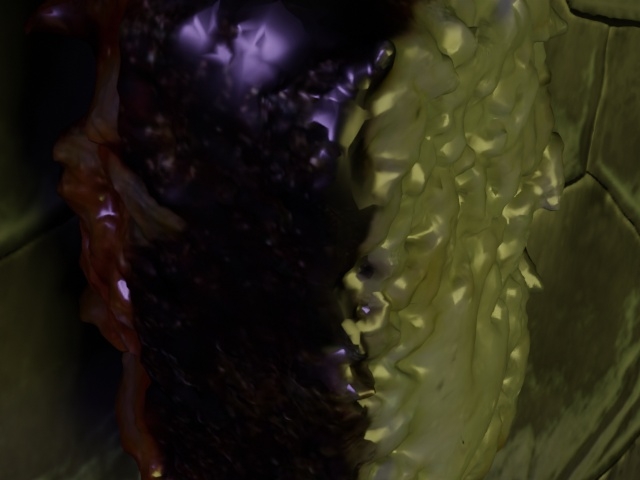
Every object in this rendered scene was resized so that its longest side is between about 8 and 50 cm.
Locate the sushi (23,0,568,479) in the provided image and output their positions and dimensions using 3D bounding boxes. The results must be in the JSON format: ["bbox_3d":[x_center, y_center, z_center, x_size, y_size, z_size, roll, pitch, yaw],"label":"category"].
[{"bbox_3d":[0.000,0.000,0.811,0.196,0.182,0.343,-36,140,-37],"label":"sushi"}]
